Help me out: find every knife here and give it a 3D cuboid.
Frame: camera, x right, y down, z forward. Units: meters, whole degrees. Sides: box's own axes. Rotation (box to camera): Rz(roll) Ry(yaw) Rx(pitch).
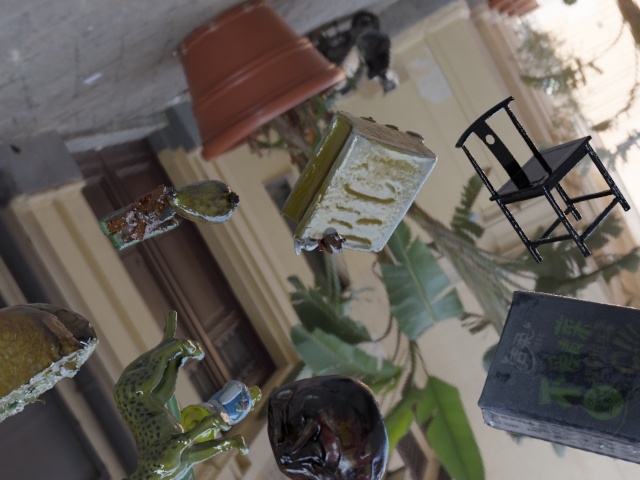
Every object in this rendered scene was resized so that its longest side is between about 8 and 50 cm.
[{"bbox_3d":[-0.263,0.362,1.427,0.030,0.207,0.014,-15,174,4],"label":"knife"}]

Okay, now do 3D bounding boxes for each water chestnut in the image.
[{"bbox_3d":[0.011,0.420,1.645,0.244,0.289,0.289,-23,-177,-15],"label":"water chestnut"}]

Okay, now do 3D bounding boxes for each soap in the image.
[{"bbox_3d":[0.099,-0.143,2.000,0.293,0.156,0.335,14,120,-32],"label":"soap"}]

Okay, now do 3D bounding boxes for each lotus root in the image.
[{"bbox_3d":[-0.285,-0.092,1.791,0.190,0.108,0.094,1,152,-39],"label":"lotus root"}]

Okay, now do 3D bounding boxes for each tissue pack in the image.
[{"bbox_3d":[0.528,0.253,1.459,0.394,0.124,0.288,8,-127,30],"label":"tissue pack"}]

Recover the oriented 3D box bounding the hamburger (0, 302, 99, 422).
[{"bbox_3d":[-0.478,0.183,1.174,0.283,0.157,0.144,-34,161,0],"label":"hamburger"}]

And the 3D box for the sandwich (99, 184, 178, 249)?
[{"bbox_3d":[-0.434,-0.051,1.886,0.184,0.109,0.160,-29,-173,-19],"label":"sandwich"}]

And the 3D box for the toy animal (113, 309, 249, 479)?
[{"bbox_3d":[-0.168,0.171,0.774,0.136,0.181,0.073,-29,149,-4],"label":"toy animal"}]

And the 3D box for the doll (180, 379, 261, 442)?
[{"bbox_3d":[-0.236,0.392,1.773,0.135,0.099,0.241,-20,-177,32],"label":"doll"}]

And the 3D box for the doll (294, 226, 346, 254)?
[{"bbox_3d":[-0.002,0.004,1.292,0.085,0.040,0.058,-18,-149,-8],"label":"doll"}]

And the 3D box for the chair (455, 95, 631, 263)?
[{"bbox_3d":[0.369,-0.110,1.290,0.154,0.260,0.141,-42,-169,-24],"label":"chair"}]
